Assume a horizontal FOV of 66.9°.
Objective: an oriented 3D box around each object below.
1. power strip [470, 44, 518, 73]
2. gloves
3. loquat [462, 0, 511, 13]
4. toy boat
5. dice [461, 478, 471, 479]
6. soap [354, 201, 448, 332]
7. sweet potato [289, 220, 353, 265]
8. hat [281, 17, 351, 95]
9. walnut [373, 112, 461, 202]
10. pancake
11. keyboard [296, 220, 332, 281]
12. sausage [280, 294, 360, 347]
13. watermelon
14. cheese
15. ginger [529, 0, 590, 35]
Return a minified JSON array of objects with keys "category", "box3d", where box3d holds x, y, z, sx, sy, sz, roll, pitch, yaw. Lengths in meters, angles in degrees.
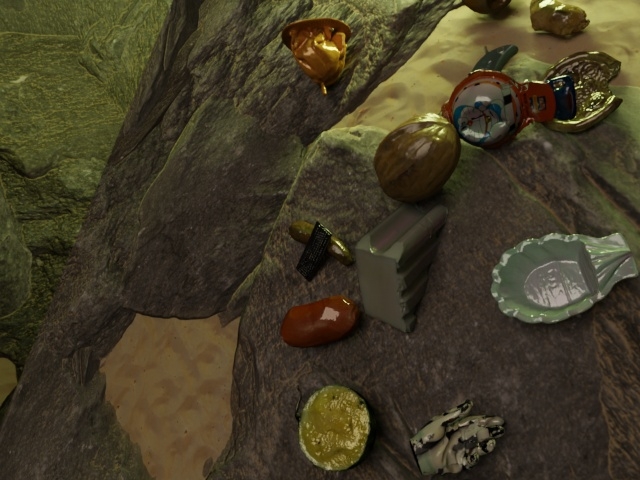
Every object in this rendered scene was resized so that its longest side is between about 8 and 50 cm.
[{"category":"power strip","box3d":[0.490,-0.466,1.371,0.137,0.044,0.216,-7,68,35]},{"category":"gloves","box3d":[0.313,0.450,1.098,0.212,0.111,0.128,-18,52,-3]},{"category":"loquat","box3d":[0.488,-0.774,1.416,0.179,0.179,0.228,-23,57,28]},{"category":"toy boat","box3d":[0.534,0.085,1.078,0.290,0.100,0.200,-22,61,29]},{"category":"dice","box3d":[0.334,0.582,1.006,0.128,0.131,0.120,16,79,41]},{"category":"soap","box3d":[0.238,0.062,1.347,0.158,0.258,0.302,11,34,39]},{"category":"sweet potato","box3d":[0.000,0.000,1.533,0.273,0.075,0.075,26,88,36]},{"category":"hat","box3d":[-0.005,-0.622,1.715,0.233,0.244,0.234,-16,76,40]},{"category":"walnut","box3d":[0.265,-0.225,1.320,0.261,0.224,0.225,-50,46,39]},{"category":"pancake","box3d":[0.648,-0.377,1.229,0.211,0.029,0.235,-11,64,34]},{"category":"keyboard","box3d":[-0.024,0.037,1.508,0.074,0.015,0.197,41,124,23]},{"category":"sausage","box3d":[-0.002,0.239,1.399,0.258,0.133,0.133,-19,61,25]},{"category":"watermelon","box3d":[0.049,0.483,1.257,0.232,0.127,0.204,-11,66,31]},{"category":"cheese","box3d":[0.476,-0.343,1.252,0.329,0.217,0.129,0,32,33]},{"category":"ginger","box3d":[0.631,-0.608,1.309,0.095,0.069,0.190,-36,50,-7]}]
